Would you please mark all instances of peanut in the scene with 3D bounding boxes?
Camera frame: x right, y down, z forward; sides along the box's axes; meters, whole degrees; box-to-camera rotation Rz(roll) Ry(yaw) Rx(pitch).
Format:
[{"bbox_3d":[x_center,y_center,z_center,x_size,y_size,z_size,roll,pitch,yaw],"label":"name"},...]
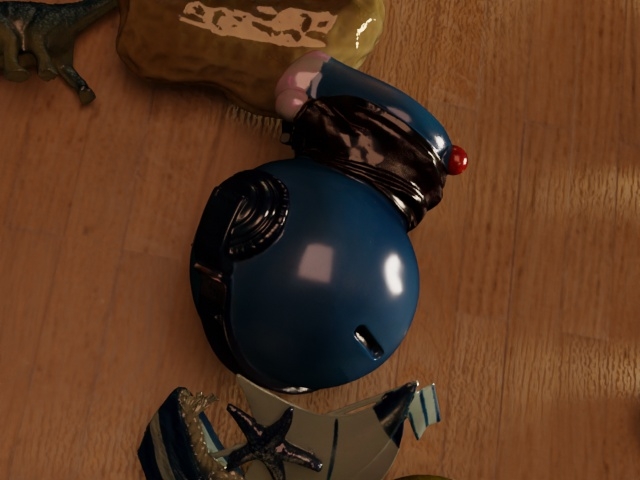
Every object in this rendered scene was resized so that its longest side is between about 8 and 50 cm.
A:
[{"bbox_3d":[-0.073,-0.213,1.061,0.291,0.143,0.159,0,85,-10],"label":"peanut"}]

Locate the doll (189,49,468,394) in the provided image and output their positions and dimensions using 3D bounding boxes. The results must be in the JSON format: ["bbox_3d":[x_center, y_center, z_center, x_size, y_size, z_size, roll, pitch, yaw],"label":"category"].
[{"bbox_3d":[0.000,0.000,0.968,0.240,0.284,0.310,21,70,39],"label":"doll"}]

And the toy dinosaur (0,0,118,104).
[{"bbox_3d":[-0.330,-0.212,1.040,0.362,0.076,0.147,-11,67,-20],"label":"toy dinosaur"}]

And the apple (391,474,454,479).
[{"bbox_3d":[0.105,0.323,0.946,0.196,0.157,0.197,2,83,-15],"label":"apple"}]

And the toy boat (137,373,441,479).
[{"bbox_3d":[-0.043,0.187,0.917,0.210,0.291,0.070,37,25,-17],"label":"toy boat"}]
